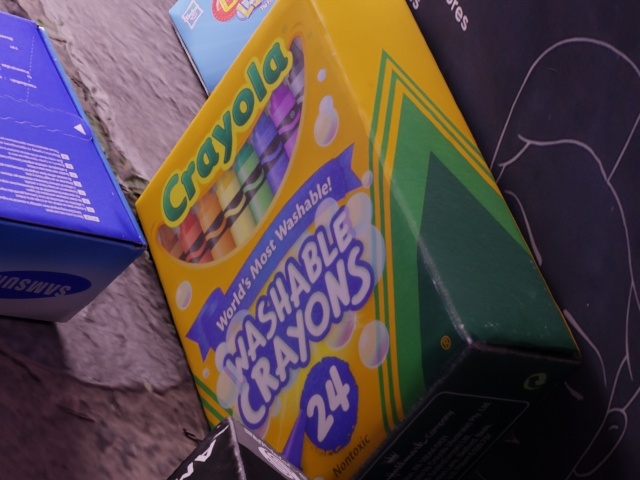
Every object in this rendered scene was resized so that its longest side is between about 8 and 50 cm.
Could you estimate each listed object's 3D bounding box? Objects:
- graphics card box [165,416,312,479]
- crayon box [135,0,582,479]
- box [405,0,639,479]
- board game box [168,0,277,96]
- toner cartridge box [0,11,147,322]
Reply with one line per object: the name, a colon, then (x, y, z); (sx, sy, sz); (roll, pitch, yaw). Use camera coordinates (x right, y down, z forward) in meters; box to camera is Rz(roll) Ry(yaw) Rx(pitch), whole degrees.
graphics card box: (0.031, 0.231, 0.821); (0.233, 0.094, 0.371); (40, 8, -16)
crayon box: (0.000, 0.000, 1.091); (0.083, 0.203, 0.323); (10, 43, -35)
box: (0.219, -0.050, 1.104); (0.297, 0.471, 0.480); (-4, 49, -23)
board game box: (0.100, -0.198, 1.422); (0.302, 0.308, 0.086); (16, 38, -50)
toner cartridge box: (-0.252, -0.061, 0.937); (0.348, 0.075, 0.165); (13, 43, -51)
